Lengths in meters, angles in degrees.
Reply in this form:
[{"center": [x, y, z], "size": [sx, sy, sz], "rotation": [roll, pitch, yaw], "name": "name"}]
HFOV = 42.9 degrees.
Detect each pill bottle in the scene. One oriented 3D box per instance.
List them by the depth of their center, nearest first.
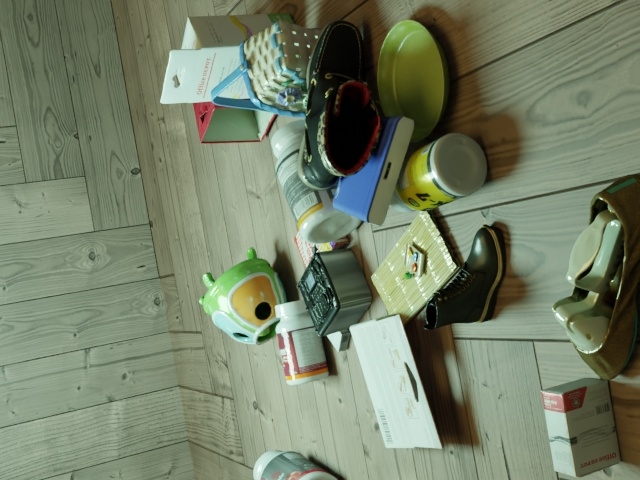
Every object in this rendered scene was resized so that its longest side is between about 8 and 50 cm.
[{"center": [0.213, -0.122, 1.560], "size": [0.208, 0.119, 0.119], "rotation": [-23, 78, 64], "name": "pill bottle"}, {"center": [-0.015, -0.145, 1.967], "size": [0.278, 0.162, 0.162], "rotation": [68, 152, 25], "name": "pill bottle"}, {"center": [-0.055, 0.278, 2.237], "size": [0.121, 0.121, 0.221], "rotation": [-23, 78, 63], "name": "pill bottle"}, {"center": [-0.076, 0.716, 2.364], "size": [0.318, 0.176, 0.176], "rotation": [7, 104, 63], "name": "pill bottle"}]

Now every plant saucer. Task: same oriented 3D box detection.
[{"center": [0.191, -0.319, 1.631], "size": [0.241, 0.037, 0.241], "rotation": [35, 130, 56], "name": "plant saucer"}]

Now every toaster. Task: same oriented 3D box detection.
[{"center": [0.032, 0.120, 2.018], "size": [0.168, 0.110, 0.185], "rotation": [66, 151, 26], "name": "toaster"}]

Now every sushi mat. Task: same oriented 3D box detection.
[{"center": [0.199, 0.068, 1.765], "size": [0.151, 0.019, 0.316], "rotation": [67, 151, 23], "name": "sushi mat"}]

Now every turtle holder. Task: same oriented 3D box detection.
[{"center": [-0.222, 0.204, 2.421], "size": [0.227, 0.243, 0.320], "rotation": [50, 135, 19], "name": "turtle holder"}]

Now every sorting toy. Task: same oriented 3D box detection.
[{"center": [0.195, 0.054, 1.730], "size": [0.062, 0.012, 0.083], "rotation": [41, 135, 51], "name": "sorting toy"}]

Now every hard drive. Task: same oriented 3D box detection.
[{"center": [0.102, -0.150, 1.682], "size": [0.319, 0.040, 0.210], "rotation": [-146, 72, -77], "name": "hard drive"}]

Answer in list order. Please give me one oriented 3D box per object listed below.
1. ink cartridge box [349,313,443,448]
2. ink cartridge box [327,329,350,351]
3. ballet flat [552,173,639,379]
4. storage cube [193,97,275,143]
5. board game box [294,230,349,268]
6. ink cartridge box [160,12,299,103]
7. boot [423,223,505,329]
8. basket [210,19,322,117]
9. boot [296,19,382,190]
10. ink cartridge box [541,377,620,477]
[{"center": [0.184, 0.311, 1.807], "size": [0.261, 0.066, 0.296], "rotation": [-28, 77, 64], "name": "ink cartridge box"}, {"center": [0.037, 0.231, 2.139], "size": [0.115, 0.029, 0.063], "rotation": [53, 143, 45], "name": "ink cartridge box"}, {"center": [0.414, 0.066, 1.211], "size": [0.116, 0.124, 0.342], "rotation": [45, 138, 50], "name": "ballet flat"}, {"center": [-0.249, -0.404, 2.300], "size": [0.183, 0.215, 0.193], "rotation": [128, 134, -57], "name": "storage cube"}, {"center": [0.000, 0.000, 2.115], "size": [0.146, 0.045, 0.193], "rotation": [66, 151, 27], "name": "board game box"}, {"center": [-0.245, -0.469, 2.098], "size": [0.119, 0.353, 0.207], "rotation": [67, 151, 26], "name": "ink cartridge box"}, {"center": [0.263, 0.075, 1.506], "size": [0.077, 0.137, 0.197], "rotation": [33, 127, 56], "name": "boot"}, {"center": [-0.096, -0.385, 1.944], "size": [0.289, 0.255, 0.201], "rotation": [-27, 67, 53], "name": "basket"}, {"center": [0.045, -0.292, 1.691], "size": [0.284, 0.138, 0.377], "rotation": [-168, 91, -79], "name": "boot"}, {"center": [0.419, 0.299, 1.310], "size": [0.056, 0.099, 0.135], "rotation": [-9, 90, 64], "name": "ink cartridge box"}]
